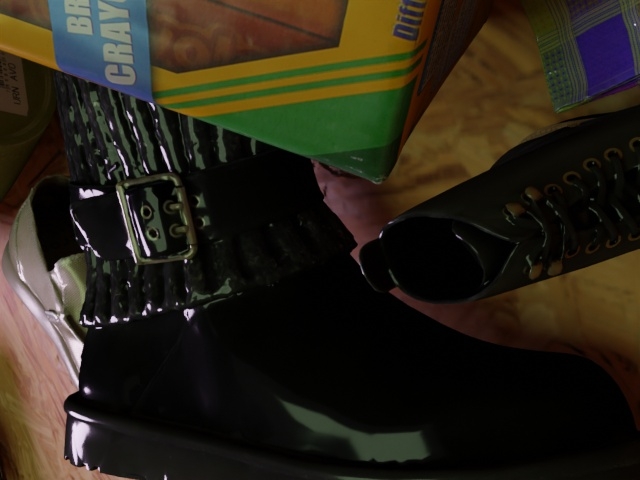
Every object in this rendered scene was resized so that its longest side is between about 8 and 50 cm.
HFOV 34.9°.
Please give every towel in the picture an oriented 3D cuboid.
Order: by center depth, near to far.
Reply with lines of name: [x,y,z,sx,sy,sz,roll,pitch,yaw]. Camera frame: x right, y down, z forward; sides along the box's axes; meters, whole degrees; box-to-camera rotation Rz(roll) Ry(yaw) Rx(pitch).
towel: [0.123,-0.093,0.430,0.083,0.009,0.060,-20,80,50]

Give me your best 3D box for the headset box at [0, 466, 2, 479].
headset box: [-0.459,0.205,1.111,0.293,0.110,0.218,18,121,41]

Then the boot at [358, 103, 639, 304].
boot: [0.124,-0.017,0.378,0.198,0.137,0.077,-21,92,48]

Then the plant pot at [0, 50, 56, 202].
plant pot: [-0.345,-0.083,0.777,0.293,0.275,0.274,-23,91,34]

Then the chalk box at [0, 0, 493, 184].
chalk box: [-0.066,-0.176,0.393,0.289,0.179,0.180,19,125,10]

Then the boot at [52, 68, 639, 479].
boot: [-0.003,0.000,0.529,0.348,0.131,0.260,2,90,26]

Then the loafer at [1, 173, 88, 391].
loafer: [-0.142,0.044,0.712,0.268,0.102,0.092,36,137,31]
